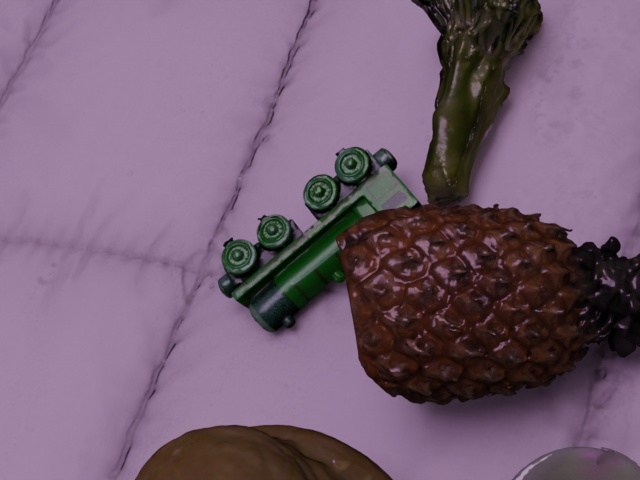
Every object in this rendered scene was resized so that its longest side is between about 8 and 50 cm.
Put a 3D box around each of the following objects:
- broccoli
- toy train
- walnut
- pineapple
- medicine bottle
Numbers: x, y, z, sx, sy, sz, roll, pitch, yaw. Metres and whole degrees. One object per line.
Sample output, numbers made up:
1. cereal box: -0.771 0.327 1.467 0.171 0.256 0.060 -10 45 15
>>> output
1. broccoli: 0.162 -0.183 1.298 0.146 0.165 0.304 3 71 22
2. toy train: 0.000 0.000 1.290 0.251 0.085 0.119 -41 64 3
3. walnut: -0.044 0.292 0.978 0.277 0.282 0.253 38 113 24
4. pineapple: 0.208 0.048 1.076 0.362 0.202 0.202 -7 55 11
5. medicine bottle: 0.227 0.259 0.940 0.147 0.143 0.147 -15 52 20
